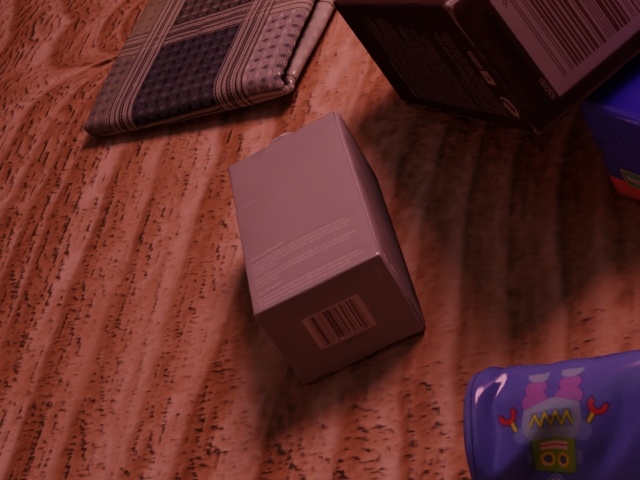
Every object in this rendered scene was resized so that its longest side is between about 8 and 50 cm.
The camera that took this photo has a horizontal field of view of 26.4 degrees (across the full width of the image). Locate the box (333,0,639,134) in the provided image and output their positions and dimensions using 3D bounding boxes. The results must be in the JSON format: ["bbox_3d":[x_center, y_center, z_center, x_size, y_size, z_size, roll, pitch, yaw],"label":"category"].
[{"bbox_3d":[0.161,-0.220,1.232,0.191,0.143,0.381,-40,14,-4],"label":"box"}]

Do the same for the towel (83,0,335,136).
[{"bbox_3d":[-0.115,-0.261,1.681,0.312,0.056,0.324,-10,44,34],"label":"towel"}]

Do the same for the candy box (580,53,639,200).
[{"bbox_3d":[0.409,-0.141,1.062,0.317,0.122,0.268,-42,37,-14],"label":"candy box"}]

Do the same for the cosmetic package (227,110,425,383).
[{"bbox_3d":[0.000,0.000,1.238,0.127,0.107,0.238,-26,34,11],"label":"cosmetic package"}]

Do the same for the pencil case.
[{"bbox_3d":[0.243,0.134,0.881,0.306,0.119,0.133,-9,64,30],"label":"pencil case"}]
